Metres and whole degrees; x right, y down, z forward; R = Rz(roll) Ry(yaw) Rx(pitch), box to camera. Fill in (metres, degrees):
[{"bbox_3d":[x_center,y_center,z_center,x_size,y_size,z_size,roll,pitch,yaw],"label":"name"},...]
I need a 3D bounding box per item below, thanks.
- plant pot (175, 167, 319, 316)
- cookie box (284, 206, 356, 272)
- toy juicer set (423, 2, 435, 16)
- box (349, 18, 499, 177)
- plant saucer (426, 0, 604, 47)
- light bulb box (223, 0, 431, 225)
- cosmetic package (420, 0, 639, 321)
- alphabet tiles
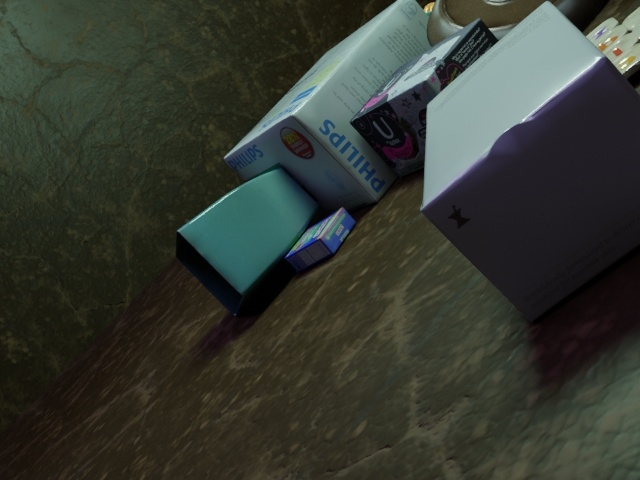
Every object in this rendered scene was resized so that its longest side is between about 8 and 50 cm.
[{"bbox_3d":[-0.125,-0.011,1.581,0.234,0.165,0.165,-44,-6,-19],"label":"plant pot"},{"bbox_3d":[0.000,0.000,1.489,0.107,0.040,0.092,-30,17,47],"label":"cookie box"},{"bbox_3d":[0.259,-0.437,1.755,0.209,0.089,0.329,-2,-1,-41],"label":"toy juicer set"},{"bbox_3d":[0.189,-0.226,1.401,0.163,0.142,0.247,-49,13,-23],"label":"box"},{"bbox_3d":[0.325,-0.417,1.459,0.311,0.050,0.310,-16,44,15],"label":"plant saucer"},{"bbox_3d":[0.053,-0.237,1.680,0.361,0.225,0.358,-50,14,-23],"label":"light bulb box"},{"bbox_3d":[0.219,-0.102,0.856,0.197,0.155,0.365,-40,13,22],"label":"cosmetic package"},{"bbox_3d":[0.347,-0.216,1.143,0.284,0.021,0.278,-39,12,20],"label":"alphabet tiles"}]
